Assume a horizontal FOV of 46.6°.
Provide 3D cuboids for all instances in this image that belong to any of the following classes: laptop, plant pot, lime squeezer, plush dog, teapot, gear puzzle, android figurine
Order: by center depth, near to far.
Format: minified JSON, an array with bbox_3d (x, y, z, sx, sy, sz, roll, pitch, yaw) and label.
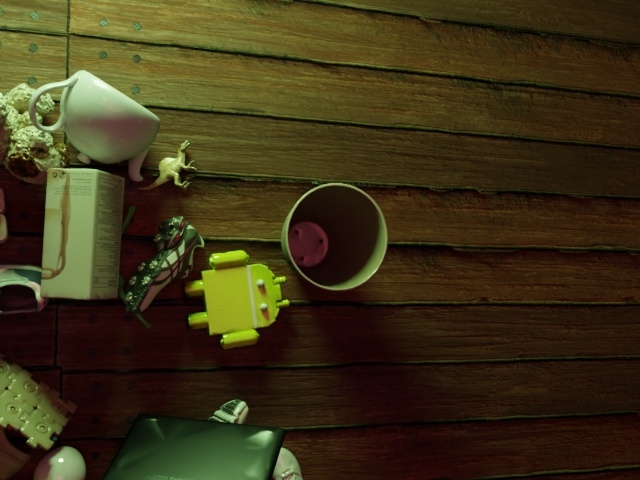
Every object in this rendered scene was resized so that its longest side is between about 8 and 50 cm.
[{"bbox_3d":[-0.737,0.349,1.702,0.339,0.175,0.044,39,115,-11],"label":"gear puzzle"},{"bbox_3d":[-0.302,0.638,1.704,0.381,0.408,0.236,4,121,10],"label":"laptop"},{"bbox_3d":[-0.705,-0.221,1.729,0.225,0.262,0.210,44,108,0],"label":"plush dog"},{"bbox_3d":[-0.524,-0.271,1.765,0.256,0.252,0.187,33,89,-1],"label":"teapot"},{"bbox_3d":[-0.498,0.073,1.848,0.110,0.058,0.311,-6,86,-48],"label":"lime squeezer"},{"bbox_3d":[0.000,0.000,1.884,0.256,0.274,0.257,1,86,-18],"label":"plant pot"},{"bbox_3d":[-0.215,0.151,1.922,0.272,0.056,0.248,-5,88,-16],"label":"android figurine"}]

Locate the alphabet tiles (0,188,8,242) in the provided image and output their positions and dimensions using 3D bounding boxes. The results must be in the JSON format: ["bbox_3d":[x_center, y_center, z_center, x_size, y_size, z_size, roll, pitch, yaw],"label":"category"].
[{"bbox_3d":[-0.872,-0.046,1.700,0.284,0.021,0.278,-7,69,-17],"label":"alphabet tiles"}]

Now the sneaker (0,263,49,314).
[{"bbox_3d":[-0.781,0.118,1.693,0.318,0.131,0.112,-4,115,-16],"label":"sneaker"}]

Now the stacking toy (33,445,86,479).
[{"bbox_3d":[-0.647,0.696,1.650,0.350,0.350,0.480,25,64,-14],"label":"stacking toy"}]

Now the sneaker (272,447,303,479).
[{"bbox_3d":[-0.069,0.639,1.912,0.080,0.094,0.212,-20,92,-16],"label":"sneaker"}]

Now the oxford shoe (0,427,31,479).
[{"bbox_3d":[-0.800,0.399,1.696,0.130,0.123,0.348,-36,106,-24],"label":"oxford shoe"}]

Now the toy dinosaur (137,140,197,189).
[{"bbox_3d":[-0.379,-0.169,1.904,0.092,0.053,0.183,35,69,4],"label":"toy dinosaur"}]

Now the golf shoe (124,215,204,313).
[{"bbox_3d":[-0.380,0.074,1.836,0.120,0.105,0.273,40,64,-32],"label":"golf shoe"}]

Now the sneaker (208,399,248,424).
[{"bbox_3d":[-0.251,0.542,1.867,0.118,0.110,0.292,32,79,-27],"label":"sneaker"}]

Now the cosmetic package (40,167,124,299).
[{"bbox_3d":[-0.553,-0.012,1.734,0.129,0.153,0.296,2,86,10],"label":"cosmetic package"}]
